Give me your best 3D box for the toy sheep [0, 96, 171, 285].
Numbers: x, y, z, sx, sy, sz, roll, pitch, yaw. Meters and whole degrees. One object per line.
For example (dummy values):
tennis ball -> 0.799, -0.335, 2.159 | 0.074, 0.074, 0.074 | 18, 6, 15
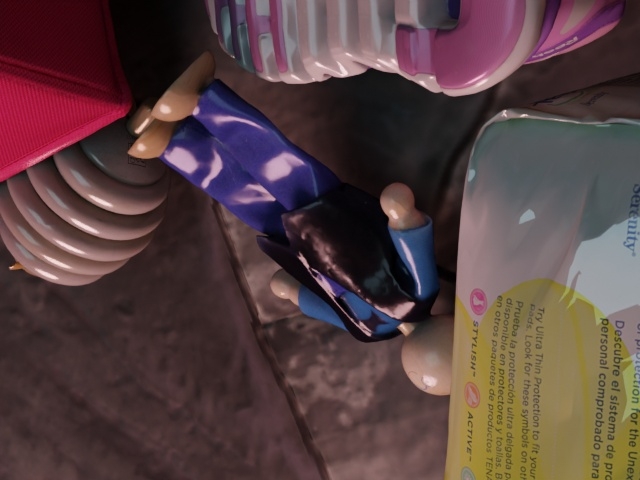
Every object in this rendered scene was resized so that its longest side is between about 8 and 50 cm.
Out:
toy sheep -> -0.116, -0.028, 0.785 | 0.091, 0.091, 0.132 | 49, 129, 13

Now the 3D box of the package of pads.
package of pads -> 0.128, 0.085, 0.571 | 0.101, 0.229, 0.296 | 10, 106, 30

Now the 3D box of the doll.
doll -> 0.000, 0.000, 0.724 | 0.189, 0.046, 0.129 | 41, 147, -2

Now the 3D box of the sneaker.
sneaker -> 0.037, -0.114, 0.668 | 0.236, 0.104, 0.095 | 20, 118, 51

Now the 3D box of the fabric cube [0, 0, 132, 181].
fabric cube -> -0.277, -0.147, 0.713 | 0.259, 0.258, 0.254 | -24, 68, 34
